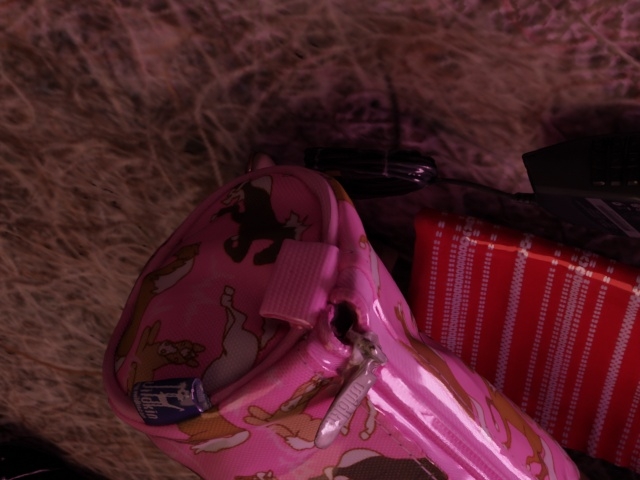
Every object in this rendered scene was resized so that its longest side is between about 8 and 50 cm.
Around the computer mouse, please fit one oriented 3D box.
[{"bbox_3d":[0.096,-0.035,0.878,0.242,0.041,0.071,7,167,30],"label":"computer mouse"}]

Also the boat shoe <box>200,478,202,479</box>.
[{"bbox_3d":[-0.015,0.147,1.100,0.123,0.116,0.324,-2,137,32],"label":"boat shoe"}]

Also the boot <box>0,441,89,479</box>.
[{"bbox_3d":[-0.213,0.259,1.377,0.246,0.094,0.207,46,143,-18],"label":"boot"}]

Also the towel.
[{"bbox_3d":[0.173,0.078,0.960,0.274,0.031,0.199,18,150,9],"label":"towel"}]

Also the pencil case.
[{"bbox_3d":[0.060,0.133,0.948,0.160,0.167,0.386,-34,122,18],"label":"pencil case"}]

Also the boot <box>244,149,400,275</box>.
[{"bbox_3d":[0.000,0.000,0.970,0.087,0.042,0.118,16,150,8],"label":"boot"}]
